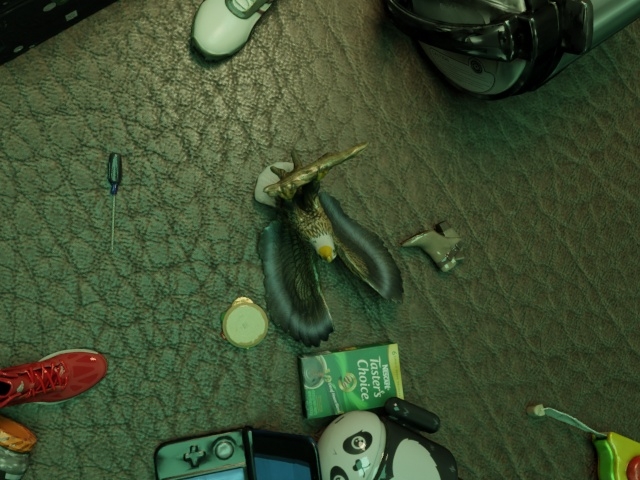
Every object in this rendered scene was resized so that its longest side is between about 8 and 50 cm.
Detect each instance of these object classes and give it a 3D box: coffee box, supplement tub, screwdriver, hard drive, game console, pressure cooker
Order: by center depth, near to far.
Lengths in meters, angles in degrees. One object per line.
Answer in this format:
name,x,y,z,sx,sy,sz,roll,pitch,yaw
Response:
supplement tub,-0.527,0.366,1.051,0.117,0.117,0.190,34,79,-10
hard drive,-0.390,-0.410,1.069,0.339,0.237,0.064,-34,95,-13
game console,-0.126,0.466,1.117,0.250,0.173,0.293,-7,88,-15
screwdriver,-0.353,-0.064,1.173,0.025,0.024,0.170,7,92,16
pressure cooker,0.324,-0.452,1.184,0.420,0.370,0.376,-34,92,-17
coffee box,0.055,0.249,1.243,0.184,0.040,0.113,-5,88,-14

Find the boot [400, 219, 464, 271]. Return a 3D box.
boot,0.216,0.019,1.297,0.118,0.042,0.087,-24,95,-14

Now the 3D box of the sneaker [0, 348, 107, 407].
sneaker,-0.436,0.224,1.067,0.221,0.128,0.087,-13,91,-24

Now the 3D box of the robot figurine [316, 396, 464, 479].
robot figurine,0.122,0.403,1.181,0.278,0.174,0.209,29,36,-11

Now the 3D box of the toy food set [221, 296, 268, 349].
toy food set,-0.134,0.148,1.212,0.083,0.020,0.083,41,79,-9

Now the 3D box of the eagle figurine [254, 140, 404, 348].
eagle figurine,-0.001,0.006,1.193,0.226,0.225,0.298,-4,125,24

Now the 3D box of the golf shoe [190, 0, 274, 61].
golf shoe,-0.127,-0.433,1.198,0.105,0.120,0.273,39,80,-11

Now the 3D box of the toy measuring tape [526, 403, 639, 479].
toy measuring tape,0.539,0.424,1.323,0.330,0.121,0.121,23,81,-4
